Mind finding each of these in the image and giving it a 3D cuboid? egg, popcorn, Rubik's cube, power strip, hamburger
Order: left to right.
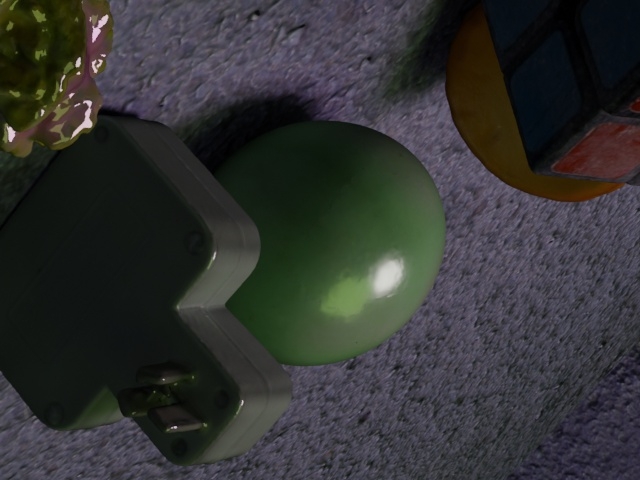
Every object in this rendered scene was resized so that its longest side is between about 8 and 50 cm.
[{"bbox_3d":[-0.193,-0.129,1.061,0.126,0.126,0.145,-46,136,-30],"label":"popcorn"},{"bbox_3d":[-0.154,0.061,1.305,0.229,0.261,0.141,-49,160,19],"label":"power strip"},{"bbox_3d":[0.000,0.000,1.516,0.270,0.220,0.220,-23,153,-44],"label":"egg"},{"bbox_3d":[0.248,-0.166,1.619,0.170,0.246,0.246,-38,163,-44],"label":"hamburger"},{"bbox_3d":[0.326,-0.236,1.327,0.304,0.301,0.305,4,148,-32],"label":"Rubik's cube"}]
